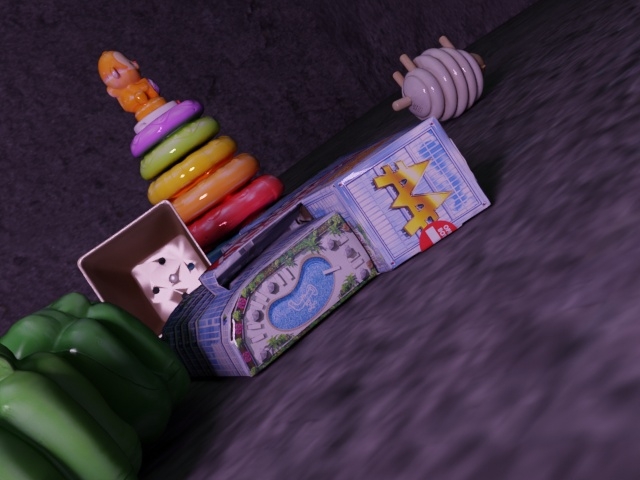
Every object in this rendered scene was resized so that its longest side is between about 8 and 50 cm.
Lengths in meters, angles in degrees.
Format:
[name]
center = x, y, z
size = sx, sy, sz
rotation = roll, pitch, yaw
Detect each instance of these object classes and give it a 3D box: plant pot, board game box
[plant pot]
center = -0.160, 0.038, 0.871
size = 0.109, 0.109, 0.096
rotation = -35, -6, 0
[board game box]
center = 0.000, 0.000, 0.512
size = 0.194, 0.060, 0.194
rotation = -38, 7, -25

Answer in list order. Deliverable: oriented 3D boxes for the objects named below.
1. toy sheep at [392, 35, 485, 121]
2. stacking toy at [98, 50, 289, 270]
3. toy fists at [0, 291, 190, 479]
[toy sheep]
center = 0.132, -0.176, 0.969
size = 0.132, 0.091, 0.091
rotation = -30, 5, -18
[stacking toy]
center = -0.172, -0.109, 1.060
size = 0.165, 0.302, 0.175
rotation = -34, 6, 9
[toy fists]
center = -0.140, 0.096, 0.382
size = 0.142, 0.096, 0.279
rotation = -33, 6, 4
